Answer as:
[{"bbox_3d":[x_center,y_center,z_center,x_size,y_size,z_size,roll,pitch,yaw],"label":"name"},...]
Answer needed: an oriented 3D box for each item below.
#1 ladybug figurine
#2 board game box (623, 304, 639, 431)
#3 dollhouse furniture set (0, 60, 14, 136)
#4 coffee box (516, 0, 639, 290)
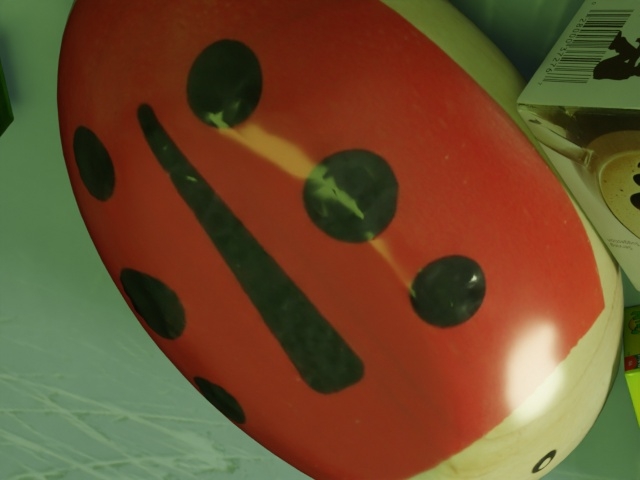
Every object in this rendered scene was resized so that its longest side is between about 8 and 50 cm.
[{"bbox_3d":[0.000,0.000,1.182,0.305,0.162,0.449,-30,109,31],"label":"ladybug figurine"},{"bbox_3d":[0.240,0.139,1.268,0.043,0.092,0.181,-13,112,13],"label":"board game box"},{"bbox_3d":[-0.277,-0.095,1.248,0.151,0.076,0.059,-3,114,9],"label":"dollhouse furniture set"},{"bbox_3d":[0.279,-0.052,1.054,0.297,0.119,0.168,7,144,47],"label":"coffee box"}]
